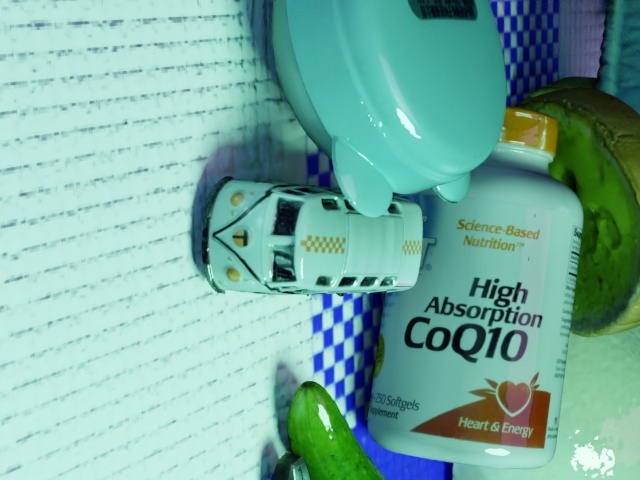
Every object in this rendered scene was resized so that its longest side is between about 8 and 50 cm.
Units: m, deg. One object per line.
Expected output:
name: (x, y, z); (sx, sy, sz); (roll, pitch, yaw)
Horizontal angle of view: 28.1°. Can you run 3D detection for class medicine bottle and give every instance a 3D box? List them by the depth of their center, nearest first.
medicine bottle: (0.132, 0.036, 1.064); (0.157, 0.157, 0.288); (13, 83, -58)

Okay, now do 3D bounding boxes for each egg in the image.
egg: (0.275, 0.187, 1.279); (0.337, 0.201, 0.337); (-5, 96, -56)

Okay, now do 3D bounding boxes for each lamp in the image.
lamp: (0.049, -0.165, 0.908); (0.209, 0.147, 0.284); (-13, 108, -58)

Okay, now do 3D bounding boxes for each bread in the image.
bread: (0.230, -0.025, 1.142); (0.070, 0.236, 0.236); (-17, 111, -29)

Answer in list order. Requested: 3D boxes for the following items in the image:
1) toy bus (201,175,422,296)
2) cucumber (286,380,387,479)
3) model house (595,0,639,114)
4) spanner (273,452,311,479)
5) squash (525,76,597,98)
toy bus: (0.000, 0.000, 0.911); (0.194, 0.089, 0.087); (4, 91, -57)
cucumber: (0.025, 0.194, 1.014); (0.056, 0.056, 0.250); (-62, 140, -32)
model house: (0.385, -0.131, 1.283); (0.280, 0.230, 0.248); (64, 8, -51)
spanner: (-0.011, 0.313, 0.988); (0.096, 0.040, 0.324); (-31, 121, -53)
squash: (0.277, -0.128, 1.350); (0.224, 0.094, 0.094); (-26, 116, -61)
